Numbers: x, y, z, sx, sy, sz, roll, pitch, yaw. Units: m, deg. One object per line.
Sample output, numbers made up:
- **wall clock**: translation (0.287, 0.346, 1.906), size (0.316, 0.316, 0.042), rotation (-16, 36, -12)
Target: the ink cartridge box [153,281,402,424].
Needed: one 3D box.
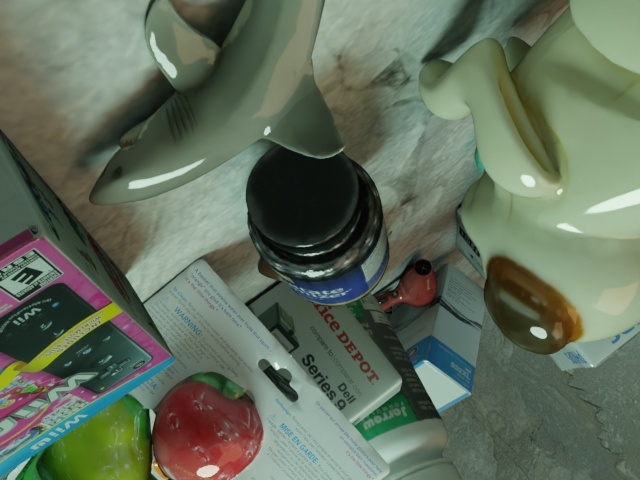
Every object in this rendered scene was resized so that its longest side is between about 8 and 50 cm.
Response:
- **ink cartridge box**: translation (-0.062, 0.198, 0.929), size (0.289, 0.211, 0.121), rotation (-36, 163, -7)

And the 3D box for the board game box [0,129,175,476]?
- **board game box**: translation (-0.239, 0.075, 0.444), size (0.224, 0.097, 0.303), rotation (-34, 164, -11)

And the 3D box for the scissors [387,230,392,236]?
- **scissors**: translation (0.051, 0.071, 1.159), size (0.109, 0.021, 0.297), rotation (-10, 148, -52)

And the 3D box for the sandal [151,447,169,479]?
- **sandal**: translation (-0.307, 0.392, 1.207), size (0.265, 0.076, 0.102), rotation (4, 125, -35)

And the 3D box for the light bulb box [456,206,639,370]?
- **light bulb box**: translation (0.466, 0.048, 1.333), size (0.225, 0.361, 0.358), rotation (-38, 163, 2)

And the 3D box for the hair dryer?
- **hair dryer**: translation (0.150, 0.133, 1.410), size (0.224, 0.080, 0.293), rotation (-18, 154, -47)

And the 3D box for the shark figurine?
- **shark figurine**: translation (-0.022, -0.105, 0.380), size (0.166, 0.116, 0.278), rotation (-26, 162, -38)

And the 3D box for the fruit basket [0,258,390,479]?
- **fruit basket**: translation (-0.157, 0.244, 0.748), size (0.353, 0.327, 0.165), rotation (-41, -167, -1)

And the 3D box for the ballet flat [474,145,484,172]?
- **ballet flat**: translation (0.318, -0.166, 0.973), size (0.247, 0.083, 0.087), rotation (-29, 174, -13)

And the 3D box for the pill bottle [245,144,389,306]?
- **pill bottle**: translation (0.000, -0.013, 0.646), size (0.123, 0.122, 0.219), rotation (-37, 163, -2)

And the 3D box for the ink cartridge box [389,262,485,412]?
- **ink cartridge box**: translation (0.235, 0.231, 1.503), size (0.223, 0.129, 0.307), rotation (-46, -168, 41)

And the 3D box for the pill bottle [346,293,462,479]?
- **pill bottle**: translation (0.075, 0.276, 1.086), size (0.204, 0.361, 0.204), rotation (-20, 148, -13)

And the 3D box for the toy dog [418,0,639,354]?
- **toy dog**: translation (0.280, -0.084, 0.593), size (0.285, 0.395, 0.407), rotation (-34, 157, -42)

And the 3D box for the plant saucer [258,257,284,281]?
- **plant saucer**: translation (0.000, 0.000, 0.843), size (0.168, 0.029, 0.168), rotation (-35, 163, -12)
